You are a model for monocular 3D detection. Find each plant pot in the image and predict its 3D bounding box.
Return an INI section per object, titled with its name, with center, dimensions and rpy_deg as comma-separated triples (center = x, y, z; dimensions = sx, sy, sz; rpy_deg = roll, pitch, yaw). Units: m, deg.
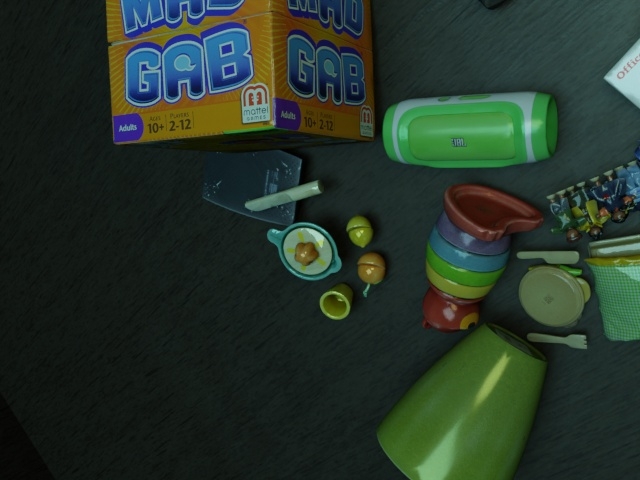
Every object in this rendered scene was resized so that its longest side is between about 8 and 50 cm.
[plant pot]
center = 0.298, 0.315, 1.289
dimensions = 0.275, 0.275, 0.293
rpy_deg = 33, 101, 19

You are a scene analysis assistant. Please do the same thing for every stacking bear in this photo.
[stacking bear]
center = 0.273, 0.054, 1.279
dimensions = 0.164, 0.175, 0.289
rpy_deg = 42, 132, 40

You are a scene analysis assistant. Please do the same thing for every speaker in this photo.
[speaker]
center = 0.269, -0.201, 1.226
dimensions = 0.296, 0.131, 0.131
rpy_deg = 3, 104, 30

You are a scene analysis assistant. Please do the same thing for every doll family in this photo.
[doll family]
center = 0.494, -0.058, 1.166
dimensions = 0.193, 0.076, 0.111
rpy_deg = -25, 85, 30

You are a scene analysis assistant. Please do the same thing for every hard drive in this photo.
[hard drive]
center = -0.150, -0.142, 1.527
dimensions = 0.255, 0.054, 0.172
rpy_deg = 18, 111, 25

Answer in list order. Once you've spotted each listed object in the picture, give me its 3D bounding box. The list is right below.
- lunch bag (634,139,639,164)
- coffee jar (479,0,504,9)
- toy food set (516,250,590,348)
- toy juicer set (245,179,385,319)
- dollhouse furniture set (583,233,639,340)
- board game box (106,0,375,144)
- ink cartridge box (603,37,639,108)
[lunch bag]
center = 0.564, -0.137, 1.105
dimensions = 0.098, 0.067, 0.065
rpy_deg = 45, 120, 14
[coffee jar]
center = 0.279, -0.499, 1.167
dimensions = 0.096, 0.079, 0.184
rpy_deg = -35, 84, 29
[toy food set]
center = 0.441, 0.104, 1.266
dimensions = 0.132, 0.038, 0.192
rpy_deg = 2, 109, 37
[toy juicer set]
center = 0.000, 0.000, 1.422
dimensions = 0.209, 0.089, 0.329
rpy_deg = -37, 96, 30
[dollhouse furniture set]
center = 0.592, 0.082, 1.098
dimensions = 0.301, 0.151, 0.197
rpy_deg = -12, 97, 32
[board game box]
center = -0.137, -0.358, 1.255
dimensions = 0.356, 0.356, 0.356
rpy_deg = 0, 93, 30
[ink cartridge box]
center = 0.573, -0.251, 1.062
dimensions = 0.191, 0.082, 0.139
rpy_deg = 44, 120, 11
